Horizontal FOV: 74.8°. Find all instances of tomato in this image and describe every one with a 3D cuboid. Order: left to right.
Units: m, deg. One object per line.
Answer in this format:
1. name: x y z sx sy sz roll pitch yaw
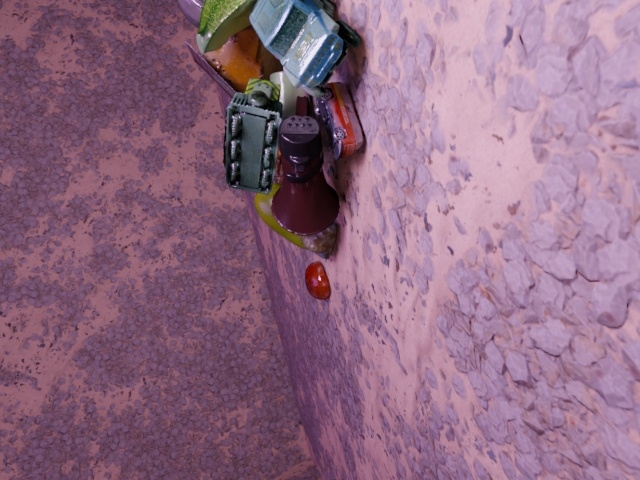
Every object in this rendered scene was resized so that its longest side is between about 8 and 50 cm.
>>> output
1. tomato: -0.020 0.156 1.580 0.155 0.069 0.156 166 90 -73

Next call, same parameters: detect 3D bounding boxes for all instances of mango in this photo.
1. mango: -0.112 -0.081 1.483 0.293 0.143 0.175 44 164 6

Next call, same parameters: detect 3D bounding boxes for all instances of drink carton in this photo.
1. drink carton: -0.087 -0.409 1.213 0.144 0.145 0.143 -147 54 -67

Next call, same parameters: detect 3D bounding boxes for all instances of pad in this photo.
1. pad: -0.282 -0.457 1.265 0.299 0.005 0.202 44 180 -12

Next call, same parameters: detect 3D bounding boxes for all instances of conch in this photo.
1. conch: -0.005 -0.004 1.337 0.116 0.106 0.173 41 168 27

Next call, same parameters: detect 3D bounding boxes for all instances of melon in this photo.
1. melon: -0.176 -0.580 0.995 0.196 0.323 0.124 42 168 36

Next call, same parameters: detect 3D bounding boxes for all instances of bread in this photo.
1. bread: -0.152 -0.553 1.233 0.278 0.249 0.315 1 152 40

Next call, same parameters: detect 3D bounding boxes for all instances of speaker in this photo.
1. speaker: -0.024 -0.207 1.085 0.198 0.259 0.330 23 148 12

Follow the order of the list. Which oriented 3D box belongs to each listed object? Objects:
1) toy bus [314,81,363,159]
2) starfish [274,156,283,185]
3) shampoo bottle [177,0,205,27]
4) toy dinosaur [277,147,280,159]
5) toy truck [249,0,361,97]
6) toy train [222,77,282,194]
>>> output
1. toy bus: 0.044 -0.275 0.963 0.079 0.077 0.175 129 125 -71
2. starfish: -0.128 -0.242 1.571 0.375 0.094 0.328 -134 35 -52
3. shampoo bottle: -0.429 -0.968 1.653 0.266 0.272 0.274 -144 42 -75
4. toy dinosaur: -0.168 -0.376 1.498 0.117 0.070 0.289 9 93 60
5. toy truck: -0.043 -0.441 0.888 0.155 0.156 0.279 -48 49 29
6. toy train: -0.172 -0.273 1.102 0.330 0.138 0.178 110 169 -55
